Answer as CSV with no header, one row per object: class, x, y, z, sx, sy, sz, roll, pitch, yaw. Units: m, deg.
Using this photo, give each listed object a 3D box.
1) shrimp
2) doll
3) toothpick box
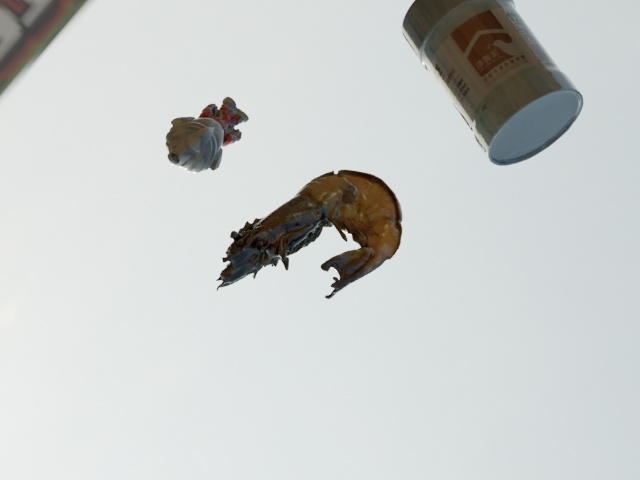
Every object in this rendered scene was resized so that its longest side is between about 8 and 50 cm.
shrimp,0.000,0.006,2.062,0.178,0.075,0.289,32,-134,29
doll,-0.165,-0.149,2.198,0.079,0.094,0.180,-37,-175,44
toothpick box,0.152,-0.156,1.374,0.101,0.101,0.153,-41,-118,16
